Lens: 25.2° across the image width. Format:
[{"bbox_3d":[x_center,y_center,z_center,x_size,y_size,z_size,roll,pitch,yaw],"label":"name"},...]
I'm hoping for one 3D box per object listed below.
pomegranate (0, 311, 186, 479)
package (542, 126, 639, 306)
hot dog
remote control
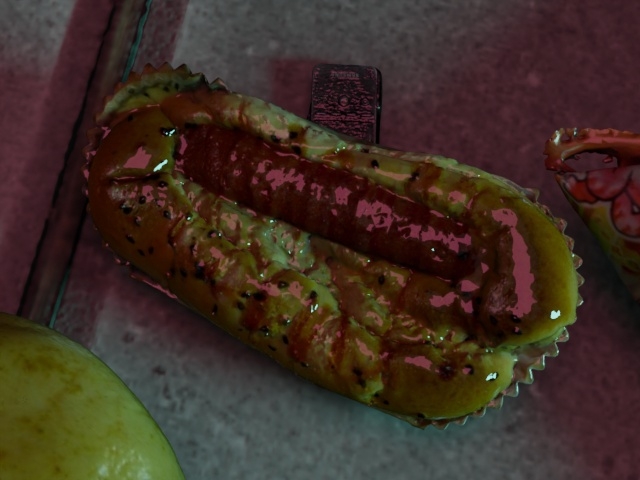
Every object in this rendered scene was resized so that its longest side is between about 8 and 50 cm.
[{"bbox_3d":[-0.158,0.139,0.568,0.233,0.233,0.233,1,70,-3],"label":"pomegranate"},{"bbox_3d":[0.264,0.029,0.691,0.223,0.108,0.288,-28,82,-18],"label":"package"},{"bbox_3d":[0.000,0.000,0.691,0.252,0.069,0.131,25,90,8],"label":"hot dog"},{"bbox_3d":[0.011,-0.046,0.747,0.039,0.014,0.096,3,71,-1],"label":"remote control"}]
